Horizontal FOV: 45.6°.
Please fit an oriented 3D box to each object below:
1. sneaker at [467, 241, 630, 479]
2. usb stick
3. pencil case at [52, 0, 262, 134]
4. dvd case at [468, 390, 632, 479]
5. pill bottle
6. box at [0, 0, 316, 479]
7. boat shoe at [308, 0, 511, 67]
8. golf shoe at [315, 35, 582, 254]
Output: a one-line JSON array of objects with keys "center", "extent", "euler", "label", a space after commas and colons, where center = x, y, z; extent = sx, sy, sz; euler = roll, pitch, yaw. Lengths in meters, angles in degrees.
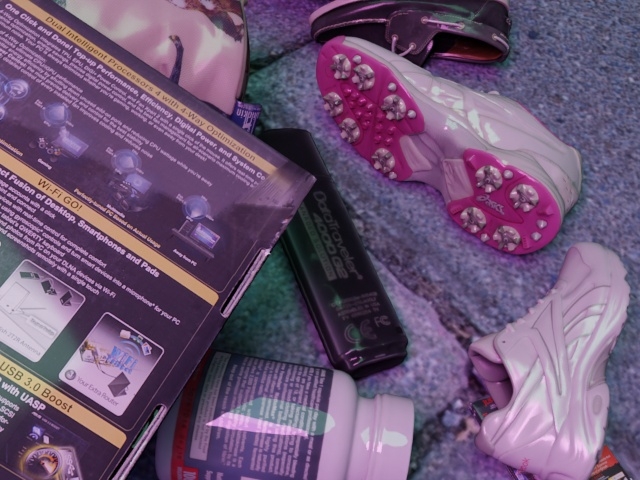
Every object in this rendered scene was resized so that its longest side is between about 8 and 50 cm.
[{"center": [0.187, 0.085, 0.637], "extent": [0.115, 0.090, 0.232], "euler": [16, 53, 12], "label": "sneaker"}, {"center": [0.000, 0.000, 0.721], "extent": [0.077, 0.045, 0.278], "euler": [-11, 57, -20], "label": "usb stick"}, {"center": [-0.263, -0.157, 0.664], "extent": [0.411, 0.160, 0.183], "euler": [3, 91, -23], "label": "pencil case"}, {"center": [0.191, 0.172, 0.636], "extent": [0.087, 0.013, 0.119], "euler": [-21, 60, -18], "label": "dvd case"}, {"center": [-0.024, 0.146, 0.580], "extent": [0.180, 0.108, 0.107], "euler": [9, 55, 2], "label": "pill bottle"}, {"center": [-0.245, -0.021, 0.457], "extent": [0.395, 0.097, 0.318], "euler": [33, 61, -5], "label": "box"}, {"center": [0.102, -0.239, 0.875], "extent": [0.233, 0.084, 0.079], "euler": [0, 81, 2], "label": "boat shoe"}, {"center": [0.131, -0.115, 0.783], "extent": [0.306, 0.115, 0.140], "euler": [41, 51, 14], "label": "golf shoe"}]
